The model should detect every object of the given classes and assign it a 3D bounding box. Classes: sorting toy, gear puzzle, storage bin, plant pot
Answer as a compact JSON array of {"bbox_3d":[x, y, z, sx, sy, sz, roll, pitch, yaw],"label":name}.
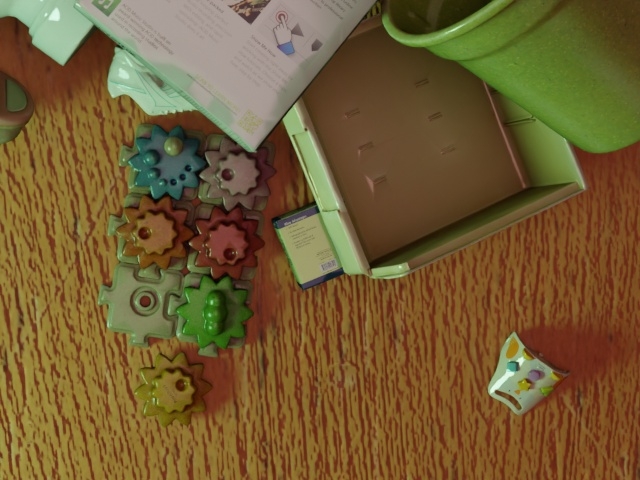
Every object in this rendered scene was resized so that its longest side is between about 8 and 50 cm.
[{"bbox_3d":[0.234,0.162,1.909,0.083,0.045,0.075,35,109,-8],"label":"sorting toy"},{"bbox_3d":[-0.155,0.043,1.847,0.176,0.044,0.338,9,93,-7],"label":"gear puzzle"},{"bbox_3d":[0.111,-0.124,1.796,0.260,0.123,0.262,-25,98,-20],"label":"storage bin"},{"bbox_3d":[0.245,-0.230,1.668,0.254,0.276,0.276,40,89,-28],"label":"plant pot"}]

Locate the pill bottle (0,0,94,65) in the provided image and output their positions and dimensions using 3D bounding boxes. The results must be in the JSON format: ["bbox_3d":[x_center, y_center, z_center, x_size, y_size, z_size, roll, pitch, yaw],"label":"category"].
[{"bbox_3d":[-0.353,-0.362,1.711,0.363,0.210,0.210,39,89,-8],"label":"pill bottle"}]

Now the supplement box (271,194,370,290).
[{"bbox_3d":[0.000,0.000,1.855,0.083,0.056,0.083,-22,97,-5],"label":"supplement box"}]

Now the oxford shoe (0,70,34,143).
[{"bbox_3d":[-0.509,-0.131,1.772,0.397,0.140,0.146,5,124,-11],"label":"oxford shoe"}]

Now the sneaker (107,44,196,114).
[{"bbox_3d":[-0.162,-0.163,1.832,0.152,0.053,0.061,21,101,-2],"label":"sneaker"}]

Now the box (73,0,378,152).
[{"bbox_3d":[-0.055,-0.282,1.646,0.232,0.058,0.322,40,88,-12],"label":"box"}]
